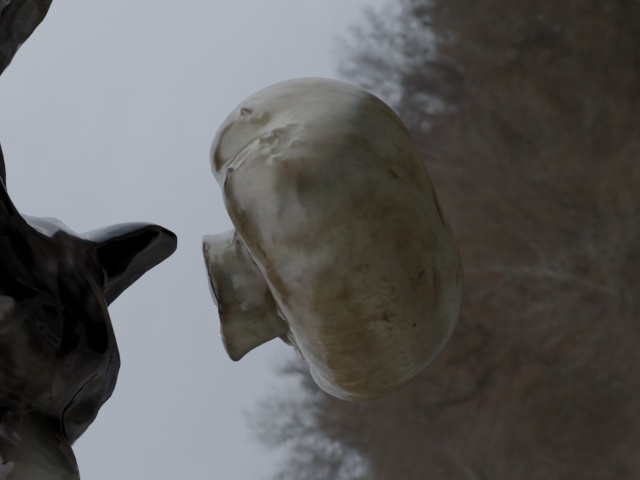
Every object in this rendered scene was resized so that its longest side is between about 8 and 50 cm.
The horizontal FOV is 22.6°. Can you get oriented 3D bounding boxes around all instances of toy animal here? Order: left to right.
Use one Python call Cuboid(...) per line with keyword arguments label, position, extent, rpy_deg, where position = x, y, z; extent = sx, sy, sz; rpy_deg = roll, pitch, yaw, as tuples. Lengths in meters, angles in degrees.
Cuboid(label="toy animal", position=(-0.196, 0.004, 0.802), extent=(0.303, 0.344, 0.194), rpy_deg=(-50, -42, 12))

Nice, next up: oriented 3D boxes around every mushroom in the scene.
Cuboid(label="mushroom", position=(0.000, 0.000, 0.797), extent=(0.166, 0.127, 0.166), rpy_deg=(159, 90, -85))
